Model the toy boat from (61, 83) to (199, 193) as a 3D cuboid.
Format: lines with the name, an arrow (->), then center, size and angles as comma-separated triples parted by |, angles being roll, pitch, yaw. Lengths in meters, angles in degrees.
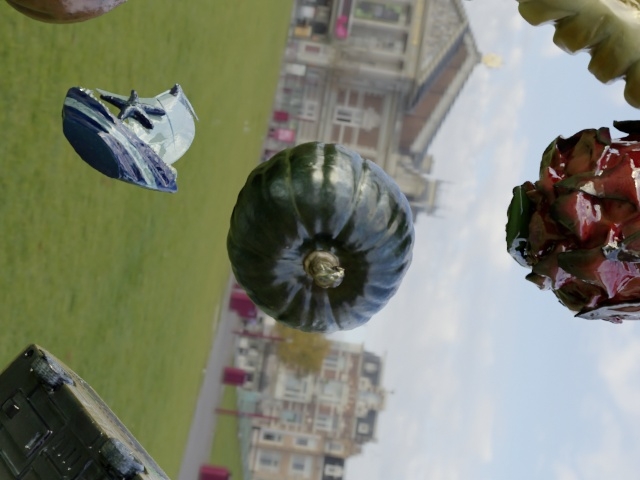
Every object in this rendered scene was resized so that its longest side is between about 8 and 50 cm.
toy boat -> -0.294, -0.189, 1.509 | 0.070, 0.210, 0.291 | -46, -158, 33

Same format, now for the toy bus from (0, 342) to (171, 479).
toy bus -> -0.325, 0.309, 1.306 | 0.177, 0.365, 0.202 | -47, 137, -7

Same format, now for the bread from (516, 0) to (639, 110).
bread -> 0.323, -0.268, 1.059 | 0.173, 0.311, 0.121 | -47, 173, -8

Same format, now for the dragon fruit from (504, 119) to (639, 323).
dragon fruit -> 0.351, -0.020, 1.051 | 0.234, 0.293, 0.234 | -11, 90, -74

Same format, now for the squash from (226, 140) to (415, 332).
squash -> -0.001, -0.002, 1.064 | 0.172, 0.218, 0.218 | -47, 154, -52

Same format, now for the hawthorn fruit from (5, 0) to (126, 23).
hawthorn fruit -> -0.315, -0.435, 1.275 | 0.277, 0.298, 0.277 | 163, -90, -77
